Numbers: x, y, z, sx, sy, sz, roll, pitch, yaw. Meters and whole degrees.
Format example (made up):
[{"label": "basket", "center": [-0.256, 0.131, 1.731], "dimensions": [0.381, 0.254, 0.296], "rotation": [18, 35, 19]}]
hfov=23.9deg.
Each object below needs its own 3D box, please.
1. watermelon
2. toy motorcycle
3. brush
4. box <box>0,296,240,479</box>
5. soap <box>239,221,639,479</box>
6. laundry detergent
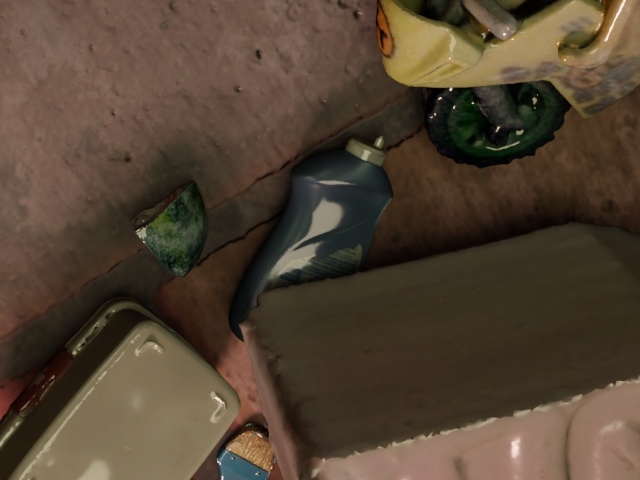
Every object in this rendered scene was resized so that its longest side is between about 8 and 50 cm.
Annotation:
[{"label": "watermelon", "center": [-0.132, -0.006, 1.278], "dimensions": [0.061, 0.085, 0.085], "rotation": [19, 106, 26]}, {"label": "toy motorcycle", "center": [0.203, -0.221, 1.173], "dimensions": [0.237, 0.168, 0.410], "rotation": [22, 124, -42]}, {"label": "brush", "center": [-0.093, 0.238, 1.369], "dimensions": [0.051, 0.014, 0.164], "rotation": [31, 100, -16]}, {"label": "box", "center": [-0.174, 0.162, 1.247], "dimensions": [0.148, 0.129, 0.210], "rotation": [43, 78, -19]}, {"label": "soap", "center": [0.185, 0.187, 1.271], "dimensions": [0.435, 0.213, 0.350], "rotation": [-14, 121, -8]}, {"label": "laundry detergent", "center": [0.000, 0.000, 1.289], "dimensions": [0.097, 0.061, 0.206], "rotation": [23, 101, -14]}]
